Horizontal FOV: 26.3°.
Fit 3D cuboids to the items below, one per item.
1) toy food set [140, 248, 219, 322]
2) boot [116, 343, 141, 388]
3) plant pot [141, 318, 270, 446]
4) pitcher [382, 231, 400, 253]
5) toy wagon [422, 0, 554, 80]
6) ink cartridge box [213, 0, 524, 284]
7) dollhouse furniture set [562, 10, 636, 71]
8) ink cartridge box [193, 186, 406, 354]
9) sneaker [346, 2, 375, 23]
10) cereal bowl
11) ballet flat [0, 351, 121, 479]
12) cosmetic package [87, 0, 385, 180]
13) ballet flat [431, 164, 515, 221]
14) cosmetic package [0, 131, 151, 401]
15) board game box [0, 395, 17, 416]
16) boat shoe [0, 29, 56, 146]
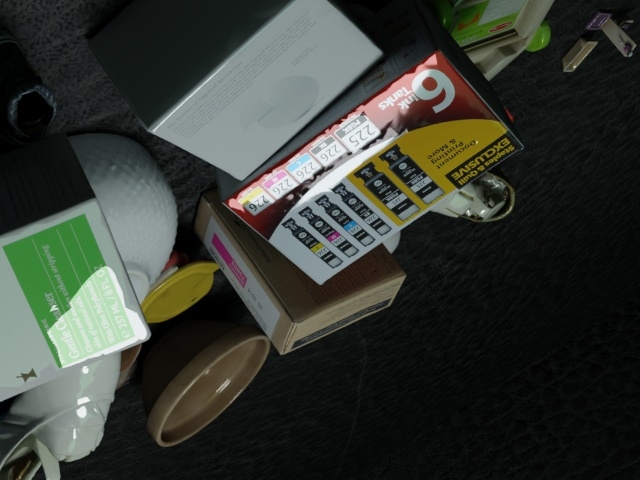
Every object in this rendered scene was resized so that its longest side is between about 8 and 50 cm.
[{"bbox_3d":[-0.217,0.048,1.859,0.128,0.071,0.218,-42,166,12],"label":"toy food set"},{"bbox_3d":[-0.298,0.188,2.085,0.118,0.042,0.087,-41,164,15],"label":"boot"},{"bbox_3d":[-0.198,0.199,2.130,0.237,0.110,0.237,-41,163,-16],"label":"plant pot"},{"bbox_3d":[0.000,0.000,2.063,0.207,0.125,0.178,-9,168,-31],"label":"pitcher"},{"bbox_3d":[0.208,-0.273,1.866,0.267,0.068,0.344,-22,155,-32],"label":"toy wagon"},{"bbox_3d":[0.070,-0.101,1.656,0.309,0.130,0.272,-35,133,16],"label":"ink cartridge box"},{"bbox_3d":[0.451,-0.293,2.167,0.091,0.081,0.114,-8,145,-50],"label":"dollhouse furniture set"},{"bbox_3d":[-0.031,0.014,1.860,0.193,0.235,0.088,-22,154,-30],"label":"ink cartridge box"},{"bbox_3d":[0.045,-0.188,1.765,0.114,0.152,0.305,-7,135,2],"label":"sneaker"},{"bbox_3d":[-0.308,0.036,1.622,0.339,0.141,0.339,-30,158,-14],"label":"cereal bowl"},{"bbox_3d":[-0.369,0.261,1.873,0.139,0.139,0.400,-12,160,-46],"label":"ballet flat"},{"bbox_3d":[-0.085,-0.206,1.466,0.224,0.138,0.224,-40,159,9],"label":"cosmetic package"},{"bbox_3d":[0.219,-0.085,2.198,0.123,0.123,0.348,-45,156,21],"label":"ballet flat"},{"bbox_3d":[-0.383,0.062,1.384,0.365,0.155,0.197,-24,128,-9],"label":"cosmetic package"},{"bbox_3d":[-0.430,0.217,1.944,0.133,0.033,0.168,-28,163,14],"label":"board game box"},{"bbox_3d":[-0.300,-0.127,1.376,0.065,0.083,0.183,-32,158,-12],"label":"boat shoe"}]
